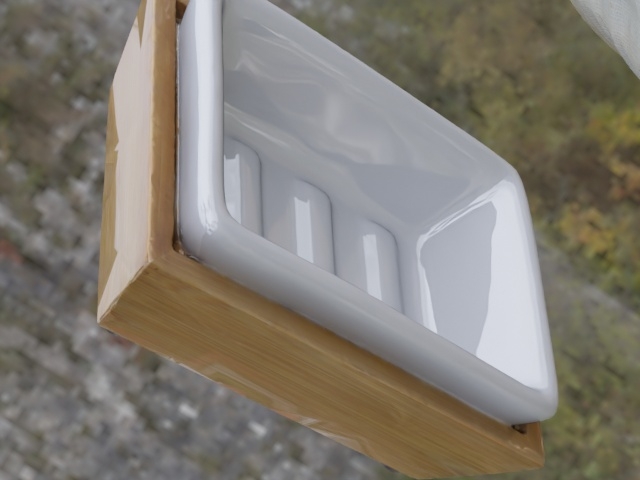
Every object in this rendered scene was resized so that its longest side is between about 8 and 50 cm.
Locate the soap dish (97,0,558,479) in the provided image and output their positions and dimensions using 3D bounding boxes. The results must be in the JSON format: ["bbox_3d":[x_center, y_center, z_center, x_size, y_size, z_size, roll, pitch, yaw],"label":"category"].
[{"bbox_3d":[0.000,0.000,1.054,0.118,0.291,0.229,-38,38,32],"label":"soap dish"}]

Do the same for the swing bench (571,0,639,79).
[{"bbox_3d":[0.249,-0.096,0.745,0.254,0.165,0.253,-18,28,-2],"label":"swing bench"}]
